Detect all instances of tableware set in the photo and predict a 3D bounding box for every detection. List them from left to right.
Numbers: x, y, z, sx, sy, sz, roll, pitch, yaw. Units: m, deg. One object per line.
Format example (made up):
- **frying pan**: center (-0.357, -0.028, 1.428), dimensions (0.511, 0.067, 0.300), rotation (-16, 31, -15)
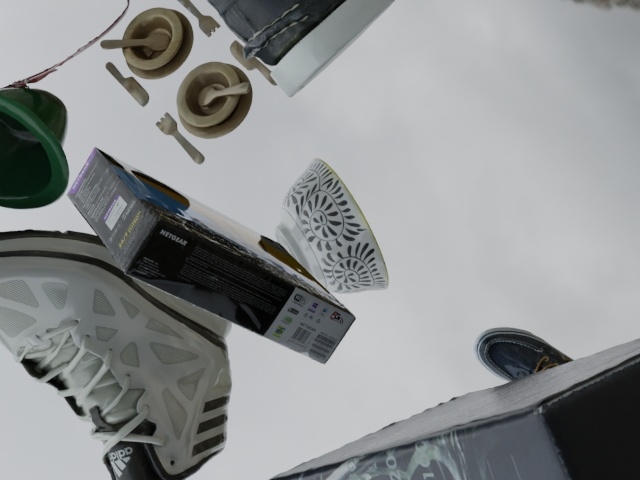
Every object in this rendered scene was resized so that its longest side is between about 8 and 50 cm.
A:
- **tableware set**: center (-0.152, -0.187, 1.150), dimensions (0.194, 0.128, 0.039), rotation (45, -178, 26)

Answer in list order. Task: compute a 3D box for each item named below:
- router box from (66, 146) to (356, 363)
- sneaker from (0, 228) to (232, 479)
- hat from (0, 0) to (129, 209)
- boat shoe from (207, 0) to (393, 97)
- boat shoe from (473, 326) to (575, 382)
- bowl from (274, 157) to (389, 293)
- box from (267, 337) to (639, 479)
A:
- **router box**: center (-0.077, 0.011, 0.746), dimensions (0.179, 0.046, 0.133), rotation (29, -173, -38)
- **sneaker**: center (-0.248, 0.159, 1.240), dimensions (0.447, 0.169, 0.257), rotation (27, -136, -48)
- **hat**: center (-0.323, -0.156, 1.213), dimensions (0.208, 0.173, 0.183), rotation (5, -135, 17)
- **boat shoe**: center (0.052, -0.218, 0.675), dimensions (0.091, 0.114, 0.302), rotation (46, -119, -7)
- **boat shoe**: center (0.265, 0.157, 1.225), dimensions (0.183, 0.065, 0.083), rotation (24, -171, 0)
- **bowl**: center (0.000, 0.000, 1.198), dimensions (0.170, 0.080, 0.170), rotation (57, 169, 18)
- **box**: center (0.236, 0.344, 0.858), dimensions (0.297, 0.472, 0.480), rotation (-17, -100, -27)
